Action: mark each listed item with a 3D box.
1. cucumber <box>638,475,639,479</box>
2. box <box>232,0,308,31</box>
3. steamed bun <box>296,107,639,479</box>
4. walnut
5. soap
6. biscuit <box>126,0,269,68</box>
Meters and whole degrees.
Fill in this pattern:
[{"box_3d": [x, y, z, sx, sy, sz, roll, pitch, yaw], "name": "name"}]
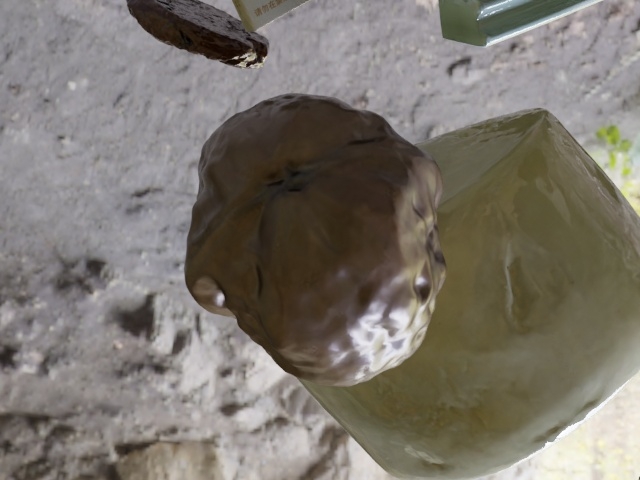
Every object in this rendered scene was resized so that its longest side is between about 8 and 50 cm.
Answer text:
[{"box_3d": [0.234, 0.282, 0.653, 0.043, 0.257, 0.044, -21, 154, 30], "name": "cucumber"}, {"box_3d": [-0.067, -0.294, 0.954, 0.024, 0.090, 0.167, 15, 134, 58], "name": "box"}, {"box_3d": [0.153, 0.078, 1.180, 0.456, 0.290, 0.371, -34, 108, 28], "name": "steamed bun"}, {"box_3d": [-0.002, -0.002, 0.896, 0.273, 0.227, 0.273, 36, 168, 9], "name": "walnut"}, {"box_3d": [0.257, -0.315, 1.294, 0.198, 0.119, 0.066, -24, 115, -18], "name": "soap"}, {"box_3d": [-0.150, -0.259, 1.219, 0.192, 0.192, 0.049, 18, 107, -21], "name": "biscuit"}]
